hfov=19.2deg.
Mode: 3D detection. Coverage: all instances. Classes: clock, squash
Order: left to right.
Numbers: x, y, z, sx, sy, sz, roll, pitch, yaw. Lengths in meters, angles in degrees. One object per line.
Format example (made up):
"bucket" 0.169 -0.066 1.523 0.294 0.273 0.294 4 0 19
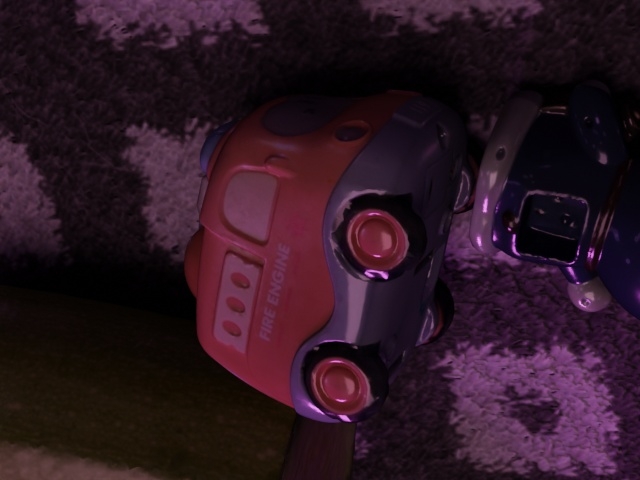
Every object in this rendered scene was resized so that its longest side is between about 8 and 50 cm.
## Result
"squash" -0.178 0.190 1.758 0.384 0.263 0.263 11 130 11
"clock" 0.249 -0.016 1.538 0.243 0.146 0.200 19 126 13

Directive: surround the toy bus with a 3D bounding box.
"toy bus" 0.000 0.000 1.589 0.232 0.194 0.288 20 117 19
